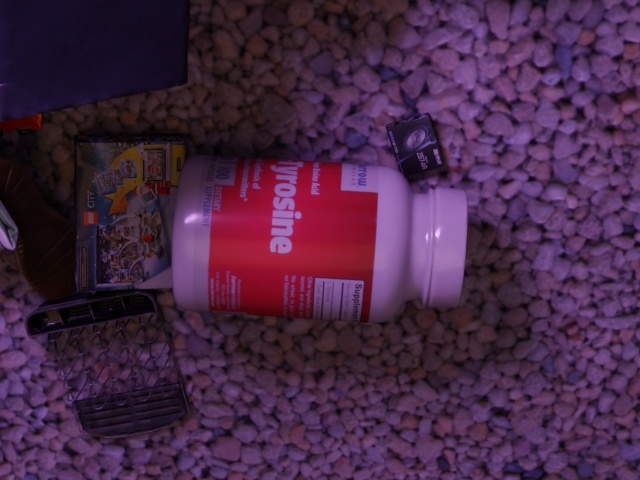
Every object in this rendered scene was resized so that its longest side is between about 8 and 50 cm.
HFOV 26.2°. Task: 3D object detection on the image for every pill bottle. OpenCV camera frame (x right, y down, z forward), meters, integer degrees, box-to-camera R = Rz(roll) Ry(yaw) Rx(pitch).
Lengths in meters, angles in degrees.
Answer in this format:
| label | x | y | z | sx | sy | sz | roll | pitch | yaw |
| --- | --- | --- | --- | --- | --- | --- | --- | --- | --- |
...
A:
| label | x | y | z | sx | sy | sz | roll | pitch | yaw |
| --- | --- | --- | --- | --- | --- | --- | --- | --- | --- |
| pill bottle | 0.000 | 0.000 | 1.980 | 0.407 | 0.229 | 0.229 | 3 | 114 | 0 |

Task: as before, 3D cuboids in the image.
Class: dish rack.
| label | x | y | z | sx | sy | sz | roll | pitch | yaw |
| --- | --- | --- | --- | --- | --- | --- | --- | --- | --- |
| dish rack | -0.325 | 0.199 | 2.167 | 0.208 | 0.074 | 0.272 | -10 | 114 | 7 |

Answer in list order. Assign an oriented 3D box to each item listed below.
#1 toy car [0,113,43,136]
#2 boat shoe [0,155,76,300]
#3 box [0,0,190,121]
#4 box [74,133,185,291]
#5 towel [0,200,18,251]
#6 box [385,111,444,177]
| label | x | y | z | sx | sy | sz | roll | pitch | yaw |
| --- | --- | --- | --- | --- | --- | --- | --- | --- | --- |
| toy car | -0.547 | -0.201 | 2.005 | 0.239 | 0.053 | 0.225 | -34 | 108 | 15 |
| boat shoe | -0.439 | -0.027 | 2.047 | 0.104 | 0.089 | 0.285 | -39 | 134 | -19 |
| box | -0.399 | -0.447 | 1.629 | 0.297 | 0.480 | 0.472 | -16 | 122 | -41 |
| box | -0.284 | -0.041 | 2.042 | 0.159 | 0.044 | 0.233 | -1 | 110 | -14 |
| towel | -0.579 | -0.074 | 1.976 | 0.324 | 0.038 | 0.248 | -7 | 120 | 44 |
| box | 0.140 | -0.140 | 2.027 | 0.067 | 0.018 | 0.083 | -15 | 113 | 9 |
